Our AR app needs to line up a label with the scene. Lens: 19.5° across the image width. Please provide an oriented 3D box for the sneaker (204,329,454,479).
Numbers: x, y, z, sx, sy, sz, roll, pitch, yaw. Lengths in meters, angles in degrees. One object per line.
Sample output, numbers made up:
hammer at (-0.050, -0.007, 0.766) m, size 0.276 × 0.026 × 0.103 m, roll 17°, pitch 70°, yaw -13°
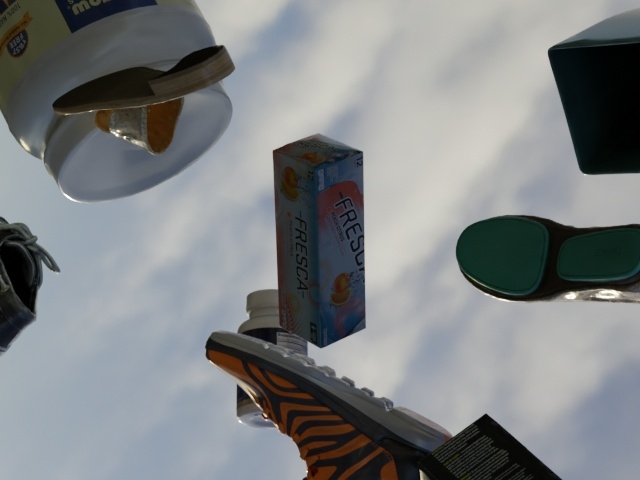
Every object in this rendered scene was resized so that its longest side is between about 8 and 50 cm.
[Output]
sneaker at (-0.019, 0.236, 2.152) m, size 0.180 × 0.321 × 0.124 m, roll -63°, pitch 165°, yaw 2°

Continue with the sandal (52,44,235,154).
sandal at (-0.157, -0.115, 1.713) m, size 0.240 × 0.079 × 0.088 m, roll -8°, pitch -157°, yaw 47°

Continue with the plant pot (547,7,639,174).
plant pot at (0.423, -0.203, 2.237) m, size 0.166 × 0.165 × 0.234 m, roll 1°, pitch -153°, yaw 45°

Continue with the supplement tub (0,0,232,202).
supplement tub at (-0.251, -0.227, 1.956) m, size 0.325 × 0.235 × 0.235 m, roll 61°, pitch -36°, yaw 20°

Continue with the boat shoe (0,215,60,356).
boat shoe at (-0.379, 0.031, 2.231) m, size 0.105 × 0.113 × 0.306 m, roll -37°, pitch -160°, yaw 10°

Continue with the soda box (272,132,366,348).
soda box at (0.000, 0.000, 1.673) m, size 0.063 × 0.058 × 0.183 m, roll 26°, pitch -52°, yaw 43°

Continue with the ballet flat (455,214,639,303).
ballet flat at (0.288, 0.034, 2.126) m, size 0.316 × 0.106 × 0.107 m, roll 8°, pitch -103°, yaw 52°

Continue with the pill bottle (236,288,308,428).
pill bottle at (-0.063, 0.153, 2.425) m, size 0.094 × 0.094 × 0.169 m, roll 135°, pitch -41°, yaw -61°

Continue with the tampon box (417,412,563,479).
tampon box at (0.192, 0.288, 1.953) m, size 0.161 × 0.101 × 0.120 m, roll 42°, pitch -27°, yaw 34°
